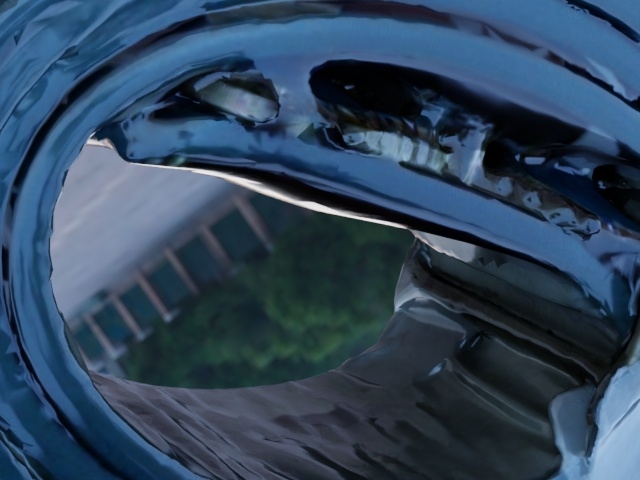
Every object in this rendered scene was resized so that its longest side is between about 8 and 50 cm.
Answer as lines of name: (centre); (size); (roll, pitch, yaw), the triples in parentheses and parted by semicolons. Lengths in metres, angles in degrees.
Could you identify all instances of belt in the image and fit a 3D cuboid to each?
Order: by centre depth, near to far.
belt: (-0.002, -0.001, 0.683); (0.173, 0.436, 0.300); (34, -73, 51)
